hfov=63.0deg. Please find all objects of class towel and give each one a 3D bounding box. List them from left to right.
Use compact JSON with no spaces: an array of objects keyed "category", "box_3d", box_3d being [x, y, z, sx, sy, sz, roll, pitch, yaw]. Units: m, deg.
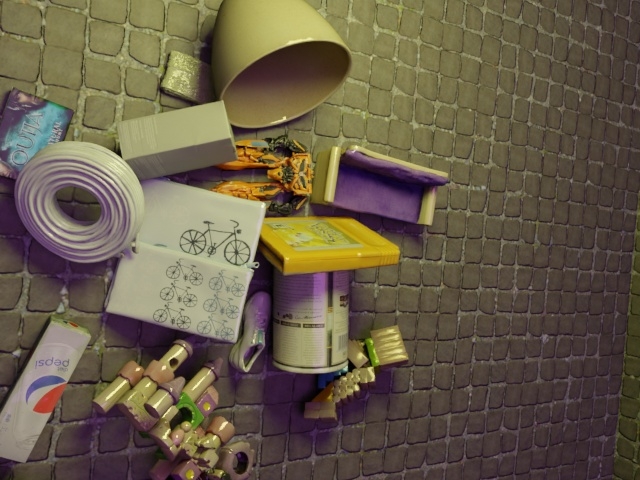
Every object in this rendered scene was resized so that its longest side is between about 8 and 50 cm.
[{"category":"towel","box_3d":[-0.304,-0.389,1.269,0.148,0.027,0.110,17,84,-27]}]

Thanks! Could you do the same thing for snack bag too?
[{"category":"snack bag","box_3d":[-0.304,0.035,1.204,0.323,0.037,0.342,14,85,3]}]

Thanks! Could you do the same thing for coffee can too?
[{"category":"coffee can","box_3d":[-0.025,0.180,1.350,0.201,0.201,0.275,0,93,-28]}]

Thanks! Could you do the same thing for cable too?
[{"category":"cable","box_3d":[-0.501,-0.076,1.092,0.257,0.089,0.257,14,116,-9]}]

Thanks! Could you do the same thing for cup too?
[{"category":"cup","box_3d":[-0.123,-0.454,1.229,0.331,0.331,0.237,-18,77,-26]}]

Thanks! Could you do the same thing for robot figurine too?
[{"category":"robot figurine","box_3d":[-0.140,-0.166,1.335,0.291,0.085,0.211,-5,96,-27]}]

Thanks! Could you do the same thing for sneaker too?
[{"category":"sneaker","box_3d":[-0.164,0.237,1.342,0.080,0.094,0.212,20,83,-26]}]

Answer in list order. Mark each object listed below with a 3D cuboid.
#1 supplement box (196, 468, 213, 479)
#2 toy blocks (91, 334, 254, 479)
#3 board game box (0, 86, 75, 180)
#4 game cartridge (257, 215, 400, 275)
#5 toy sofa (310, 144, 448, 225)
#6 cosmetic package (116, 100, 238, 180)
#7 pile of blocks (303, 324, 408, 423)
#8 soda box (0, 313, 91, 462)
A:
[{"category":"supplement box","box_3d":[-0.350,0.636,1.244,0.239,0.130,0.073,-37,65,-21]},{"category":"toy blocks","box_3d":[-0.281,0.367,1.185,0.260,0.309,0.288,-46,112,-45]},{"category":"board game box","box_3d":[-0.619,-0.215,1.115,0.126,0.026,0.186,19,84,-28]},{"category":"game cartridge","box_3d":[0.000,0.000,1.309,0.324,0.285,0.052,-5,113,-28]},{"category":"toy sofa","box_3d":[0.168,-0.143,1.448,0.362,0.177,0.150,11,87,-29]},{"category":"cosmetic package","box_3d":[-0.312,-0.220,1.167,0.238,0.127,0.107,-15,75,-7]},{"category":"pile of blocks","box_3d":[0.094,0.385,1.496,0.362,0.149,0.112,-35,151,-12]},{"category":"soda box","box_3d":[-0.602,0.310,1.115,0.091,0.098,0.286,30,79,-26]}]
